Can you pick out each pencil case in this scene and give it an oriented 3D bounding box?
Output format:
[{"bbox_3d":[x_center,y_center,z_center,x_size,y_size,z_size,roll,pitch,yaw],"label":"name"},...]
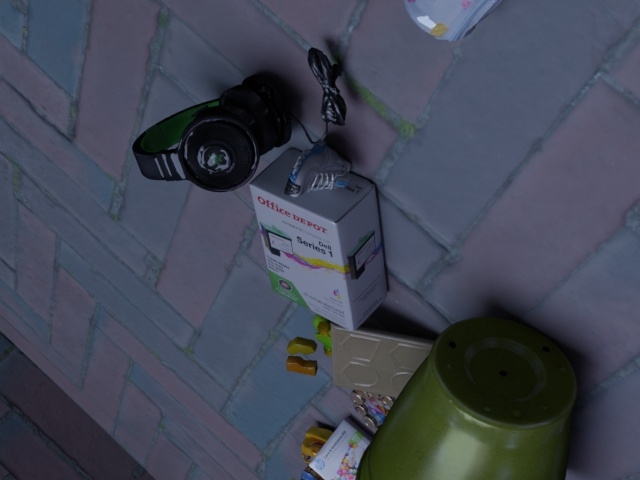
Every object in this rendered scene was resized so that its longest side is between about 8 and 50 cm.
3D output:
[{"bbox_3d":[0.203,-0.337,1.169,0.273,0.113,0.124,-32,79,60],"label":"pencil case"}]

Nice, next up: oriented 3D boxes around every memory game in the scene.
[{"bbox_3d":[0.140,0.383,2.200,0.186,0.012,0.186,32,147,24],"label":"memory game"}]

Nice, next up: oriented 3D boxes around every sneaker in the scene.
[{"bbox_3d":[0.004,-0.109,1.644,0.083,0.191,0.071,30,119,6],"label":"sneaker"}]

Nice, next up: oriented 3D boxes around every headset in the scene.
[{"bbox_3d":[-0.137,-0.203,1.652,0.394,0.243,0.185,-3,119,30],"label":"headset"}]

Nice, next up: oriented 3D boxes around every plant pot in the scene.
[{"bbox_3d":[0.266,0.327,1.701,0.366,0.366,0.353,31,134,23],"label":"plant pot"}]

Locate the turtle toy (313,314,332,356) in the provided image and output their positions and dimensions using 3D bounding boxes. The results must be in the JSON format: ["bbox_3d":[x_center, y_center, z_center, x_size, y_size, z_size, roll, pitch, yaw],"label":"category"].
[{"bbox_3d":[0.033,0.189,2.048,0.130,0.066,0.095,25,147,32],"label":"turtle toy"}]

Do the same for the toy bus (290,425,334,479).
[{"bbox_3d":[-0.004,0.589,2.428,0.149,0.211,0.220,16,137,43],"label":"toy bus"}]

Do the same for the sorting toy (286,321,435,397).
[{"bbox_3d":[0.081,0.226,1.973,0.307,0.041,0.229,10,142,12],"label":"sorting toy"}]

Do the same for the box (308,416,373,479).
[{"bbox_3d":[0.088,0.517,2.313,0.186,0.145,0.038,40,-166,13],"label":"box"}]

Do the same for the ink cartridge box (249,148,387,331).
[{"bbox_3d":[0.000,0.000,1.814,0.201,0.117,0.278,25,143,31],"label":"ink cartridge box"}]
